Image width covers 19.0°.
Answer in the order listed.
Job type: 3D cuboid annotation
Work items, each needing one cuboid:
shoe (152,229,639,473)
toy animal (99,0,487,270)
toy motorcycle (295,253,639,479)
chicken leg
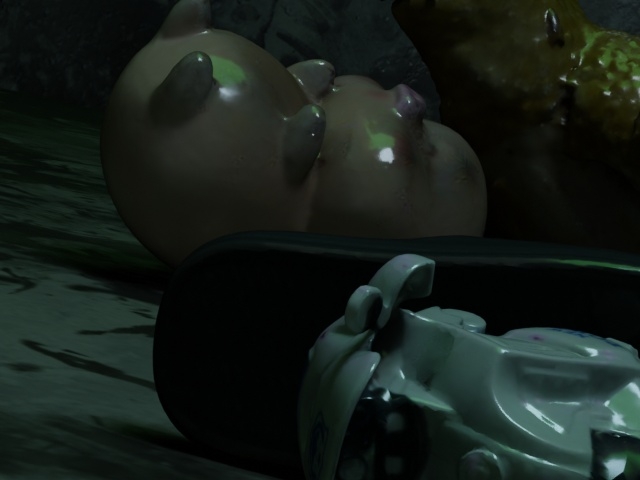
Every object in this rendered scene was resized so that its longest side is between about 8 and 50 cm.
[{"bbox_3d":[0.062,0.046,0.711,0.241,0.108,0.093,10,8,9],"label":"shoe"},{"bbox_3d":[-0.013,-0.034,1.143,0.250,0.154,0.166,22,40,-19],"label":"toy animal"},{"bbox_3d":[0.079,0.069,0.557,0.221,0.102,0.150,22,18,33],"label":"toy motorcycle"},{"bbox_3d":[0.174,-0.092,1.191,0.409,0.182,0.295,52,-25,-24],"label":"chicken leg"}]
